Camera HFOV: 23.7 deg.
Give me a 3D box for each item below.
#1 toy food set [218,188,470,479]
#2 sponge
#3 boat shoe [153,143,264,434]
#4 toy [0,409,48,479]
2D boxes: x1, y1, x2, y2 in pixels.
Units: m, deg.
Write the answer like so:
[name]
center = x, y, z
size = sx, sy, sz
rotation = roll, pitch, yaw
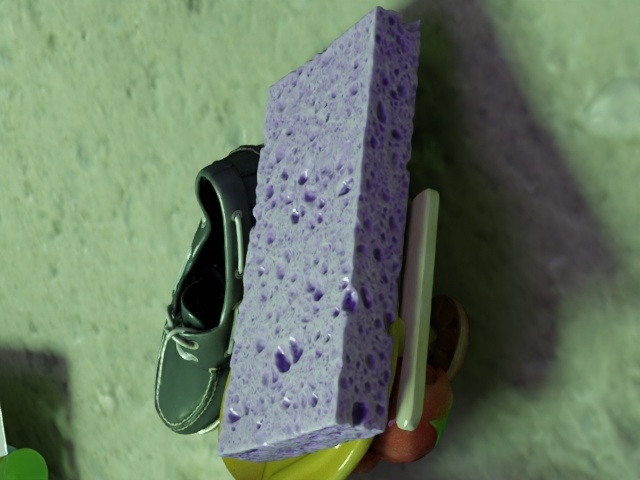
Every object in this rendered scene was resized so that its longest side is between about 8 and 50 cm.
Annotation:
[toy food set]
center = 0.025, 0.075, 0.786
size = 0.218, 0.071, 0.128
rotation = -37, 44, 52
[sponge]
center = 0.000, 0.000, 0.758
size = 0.117, 0.031, 0.210
rotation = -25, 54, 57
[boat shoe]
center = -0.070, 0.034, 0.886
size = 0.075, 0.065, 0.206
rotation = 43, 127, 31
[toy]
center = -0.273, 0.159, 1.127
size = 0.237, 0.056, 0.137
rotation = 3, 104, 49
